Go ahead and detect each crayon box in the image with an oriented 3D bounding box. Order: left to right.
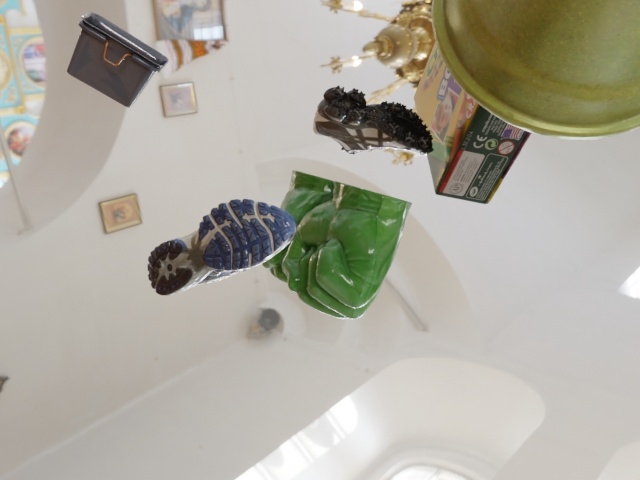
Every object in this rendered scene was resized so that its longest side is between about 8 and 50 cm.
[{"bbox_3d":[0.271,-0.297,0.958,0.313,0.106,0.362,-92,-164,-48],"label":"crayon box"}]

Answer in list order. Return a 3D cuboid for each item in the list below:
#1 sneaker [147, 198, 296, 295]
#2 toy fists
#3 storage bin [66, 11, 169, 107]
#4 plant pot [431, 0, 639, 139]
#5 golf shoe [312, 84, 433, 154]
[{"bbox_3d":[-0.071,0.003,0.463,0.135,0.058,0.052,-19,-97,29],"label":"sneaker"},{"bbox_3d":[0.000,0.000,0.688,0.279,0.096,0.142,28,-77,67],"label":"toy fists"},{"bbox_3d":[-0.318,-0.271,0.919,0.135,0.098,0.091,28,-70,-18],"label":"storage bin"},{"bbox_3d":[0.255,-0.266,0.508,0.276,0.276,0.254,52,-11,14],"label":"plant pot"},{"bbox_3d":[0.082,-0.174,0.940,0.094,0.198,0.077,134,-30,-53],"label":"golf shoe"}]
